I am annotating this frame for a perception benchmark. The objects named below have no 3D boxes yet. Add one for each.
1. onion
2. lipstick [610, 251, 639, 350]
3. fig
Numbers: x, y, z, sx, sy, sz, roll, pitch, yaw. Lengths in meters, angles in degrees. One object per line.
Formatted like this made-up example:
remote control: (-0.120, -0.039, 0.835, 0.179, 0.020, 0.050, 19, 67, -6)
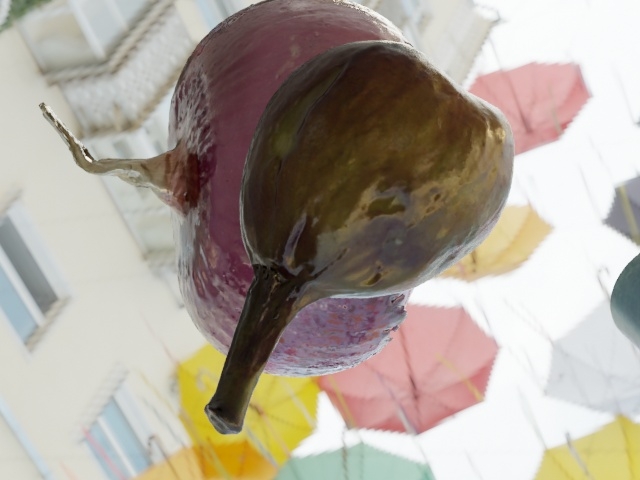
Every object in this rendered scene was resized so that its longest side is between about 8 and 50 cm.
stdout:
onion: (-0.045, -0.045, 1.297, 0.345, 0.358, 0.358, -12, -149, 7)
lipstick: (0.223, 0.082, 0.609, 0.061, 0.068, 0.274, -65, -152, 14)
fig: (0.014, -0.016, 0.937, 0.190, 0.191, 0.290, -2, -145, 35)
